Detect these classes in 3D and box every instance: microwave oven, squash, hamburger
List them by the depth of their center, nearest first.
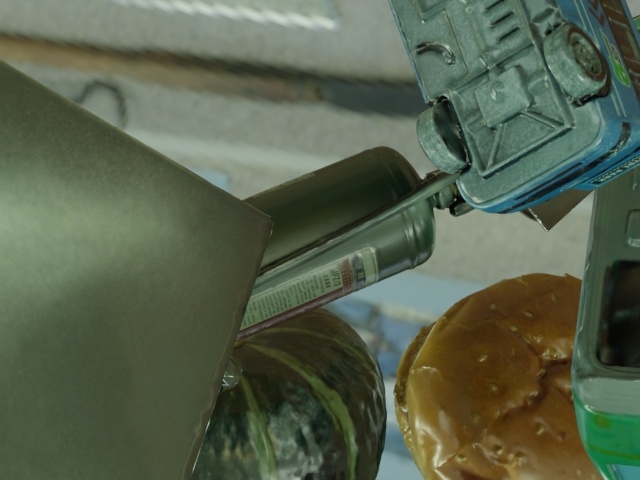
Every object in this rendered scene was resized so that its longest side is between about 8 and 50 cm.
[{"bbox_3d":[-0.282,0.057,0.848,0.374,0.236,0.432,29,157,-30],"label":"microwave oven"},{"bbox_3d":[-0.071,0.144,1.564,0.252,0.252,0.165,7,122,22],"label":"squash"},{"bbox_3d":[0.229,0.191,2.004,0.314,0.290,0.170,57,156,10],"label":"hamburger"}]

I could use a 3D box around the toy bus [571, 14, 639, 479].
[{"bbox_3d":[0.285,0.021,1.374,0.183,0.344,0.199,3,142,15],"label":"toy bus"}]

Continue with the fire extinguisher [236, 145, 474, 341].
[{"bbox_3d":[0.000,0.000,1.331,0.294,0.093,0.118,-22,172,-12],"label":"fire extinguisher"}]

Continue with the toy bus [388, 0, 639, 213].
[{"bbox_3d":[0.114,-0.141,1.165,0.113,0.246,0.134,-31,159,32],"label":"toy bus"}]

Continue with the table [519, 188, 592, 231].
[{"bbox_3d":[0.192,-0.069,1.710,0.070,0.083,0.082,50,175,-23],"label":"table"}]
